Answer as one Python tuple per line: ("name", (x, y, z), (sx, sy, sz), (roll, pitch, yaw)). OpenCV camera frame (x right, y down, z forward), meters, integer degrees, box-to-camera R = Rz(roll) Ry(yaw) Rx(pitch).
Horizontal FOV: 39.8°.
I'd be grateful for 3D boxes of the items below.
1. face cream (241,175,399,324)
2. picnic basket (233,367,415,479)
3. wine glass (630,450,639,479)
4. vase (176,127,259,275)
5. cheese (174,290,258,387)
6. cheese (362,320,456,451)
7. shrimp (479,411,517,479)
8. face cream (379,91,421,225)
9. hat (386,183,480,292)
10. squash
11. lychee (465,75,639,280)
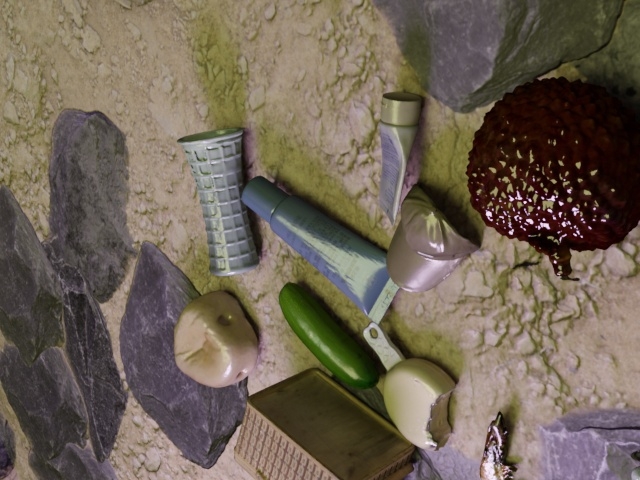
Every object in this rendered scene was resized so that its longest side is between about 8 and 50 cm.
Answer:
("face cream", (0.000, 0.000, 1.746), (0.385, 0.086, 0.136), (37, 110, 23))
("picnic basket", (0.005, 0.435, 1.779), (0.313, 0.228, 0.175), (33, 122, 32))
("wine glass", (0.514, 0.380, 1.416), (0.039, 0.042, 0.083), (-133, 40, -62))
("vase", (-0.209, -0.080, 1.881), (0.143, 0.143, 0.299), (3, 108, 43))
("cheese", (-0.246, 0.227, 2.027), (0.235, 0.117, 0.218), (-2, 100, 40))
("cheese", (0.158, 0.280, 1.695), (0.249, 0.070, 0.163), (38, 126, 29))
("shrimp", (0.353, 0.403, 1.574), (0.148, 0.035, 0.195), (25, 126, 38))
("face cream", (0.134, -0.148, 1.579), (0.114, 0.070, 0.224), (-113, 25, -65))
("hat", (0.167, 0.009, 1.565), (0.166, 0.144, 0.173), (46, 104, 25))
("squash", (0.010, 0.199, 1.799), (0.292, 0.082, 0.082), (44, 129, 26))
("lychee", (0.343, -0.092, 1.269), (0.264, 0.264, 0.300), (-15, 69, 45))
